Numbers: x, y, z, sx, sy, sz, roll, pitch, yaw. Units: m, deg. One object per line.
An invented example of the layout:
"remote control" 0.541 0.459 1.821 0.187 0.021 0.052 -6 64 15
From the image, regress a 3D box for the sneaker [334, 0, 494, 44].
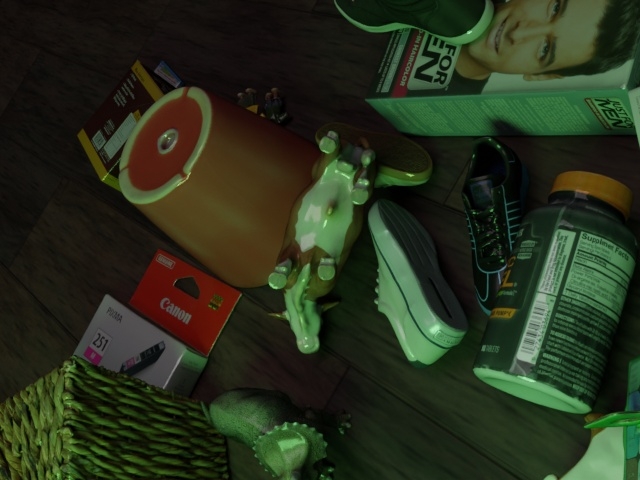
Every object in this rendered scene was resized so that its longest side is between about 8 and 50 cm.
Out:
"sneaker" 0.087 -0.353 1.066 0.296 0.147 0.104 31 90 48

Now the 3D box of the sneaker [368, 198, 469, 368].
"sneaker" 0.103 0.050 1.025 0.091 0.094 0.258 -52 34 29

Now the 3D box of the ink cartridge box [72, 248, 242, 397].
"ink cartridge box" -0.279 0.144 1.326 0.275 0.060 0.239 22 83 46

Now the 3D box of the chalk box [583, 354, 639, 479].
"chalk box" 0.335 0.156 0.659 0.213 0.132 0.132 12 69 0

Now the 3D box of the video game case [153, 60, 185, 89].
"video game case" -0.362 -0.292 1.677 0.166 0.015 0.119 -50 44 7

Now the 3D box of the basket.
"basket" -0.295 0.324 1.066 0.223 0.299 0.213 -31 51 22

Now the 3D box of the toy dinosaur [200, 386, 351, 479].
"toy dinosaur" -0.067 0.234 1.016 0.313 0.160 0.121 27 85 45

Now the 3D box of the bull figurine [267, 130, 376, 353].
"bull figurine" 0.000 0.000 1.060 0.101 0.188 0.310 16 88 1

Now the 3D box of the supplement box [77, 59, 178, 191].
"supplement box" -0.336 -0.204 1.521 0.194 0.129 0.191 -49 44 8

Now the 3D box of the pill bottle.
"pill bottle" 0.262 0.050 0.856 0.130 0.130 0.245 9 72 44

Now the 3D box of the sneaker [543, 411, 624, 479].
"sneaker" 0.258 0.299 0.747 0.123 0.106 0.290 3 58 45

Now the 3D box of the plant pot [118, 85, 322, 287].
"plant pot" -0.154 -0.094 1.220 0.275 0.243 0.275 -21 54 31

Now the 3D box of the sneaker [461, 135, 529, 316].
"sneaker" 0.209 -0.018 0.969 0.081 0.090 0.232 -16 57 34

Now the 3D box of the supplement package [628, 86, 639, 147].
"supplement package" 0.451 -0.058 0.702 0.263 0.199 0.198 -20 54 32

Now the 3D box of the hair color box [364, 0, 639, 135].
"hair color box" 0.257 -0.242 1.039 0.374 0.113 0.185 7 71 42

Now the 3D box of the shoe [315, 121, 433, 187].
"shoe" 0.081 -0.120 1.171 0.076 0.058 0.219 -37 42 -25

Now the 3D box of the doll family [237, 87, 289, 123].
"doll family" -0.144 -0.197 1.397 0.193 0.076 0.111 -24 57 36
